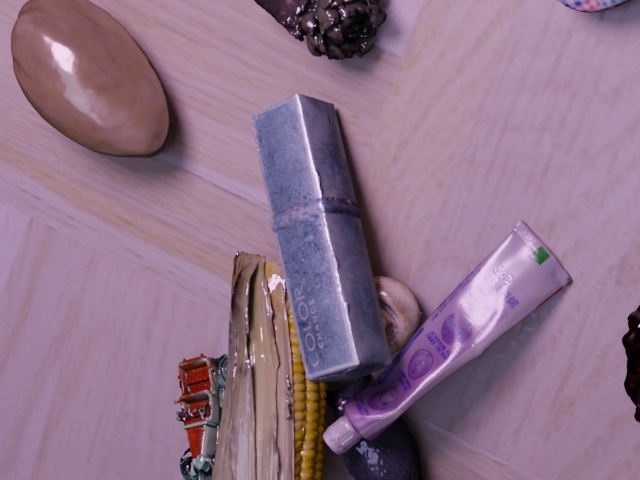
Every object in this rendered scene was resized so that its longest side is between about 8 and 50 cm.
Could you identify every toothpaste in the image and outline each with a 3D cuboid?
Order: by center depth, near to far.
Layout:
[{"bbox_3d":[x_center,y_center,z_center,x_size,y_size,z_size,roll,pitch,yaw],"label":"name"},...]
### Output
[{"bbox_3d":[0.120,0.110,1.120,0.301,0.048,0.075,-43,55,7],"label":"toothpaste"}]

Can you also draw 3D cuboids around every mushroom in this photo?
[{"bbox_3d":[0.064,0.079,1.158,0.084,0.067,0.083,6,113,14],"label":"mushroom"}]

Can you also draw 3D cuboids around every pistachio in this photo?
[{"bbox_3d":[-0.254,-0.177,1.219,0.226,0.136,0.136,45,115,3],"label":"pistachio"}]

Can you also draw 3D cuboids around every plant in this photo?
[{"bbox_3d":[-0.002,-0.243,1.111,0.143,0.092,0.094,39,106,18],"label":"plant"}]

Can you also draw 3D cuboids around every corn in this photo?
[{"bbox_3d":[-0.055,0.165,1.169,0.122,0.123,0.305,-7,77,47],"label":"corn"}]

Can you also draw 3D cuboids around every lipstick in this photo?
[{"bbox_3d":[0.000,0.000,1.119,0.077,0.076,0.289,-21,73,32],"label":"lipstick"}]

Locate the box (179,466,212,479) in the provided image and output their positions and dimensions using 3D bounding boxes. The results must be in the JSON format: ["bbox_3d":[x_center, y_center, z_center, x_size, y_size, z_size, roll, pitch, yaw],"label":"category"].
[{"bbox_3d":[-0.082,0.309,1.281,0.129,0.051,0.130,-13,96,26],"label":"box"}]

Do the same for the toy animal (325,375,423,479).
[{"bbox_3d":[0.079,0.245,1.195,0.121,0.117,0.210,-22,67,-9],"label":"toy animal"}]

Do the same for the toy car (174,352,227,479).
[{"bbox_3d":[-0.131,0.203,1.252,0.073,0.054,0.143,-17,62,27],"label":"toy car"}]

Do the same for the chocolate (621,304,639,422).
[{"bbox_3d":[0.367,0.140,0.978,0.224,0.177,0.206,19,108,21],"label":"chocolate"}]

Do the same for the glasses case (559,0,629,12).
[{"bbox_3d":[0.209,-0.364,0.994,0.125,0.076,0.327,-28,89,28],"label":"glasses case"}]
